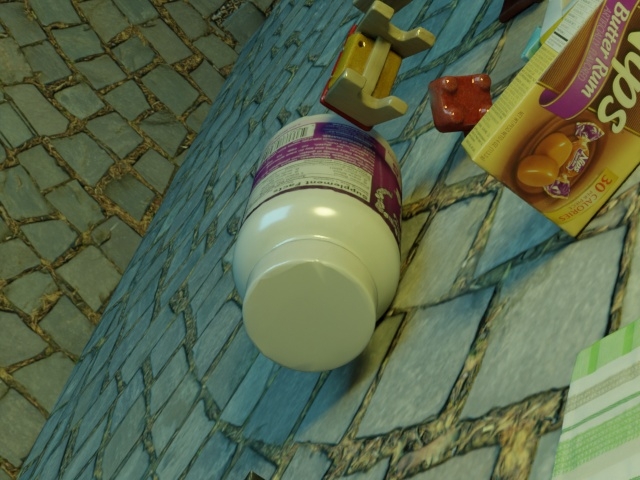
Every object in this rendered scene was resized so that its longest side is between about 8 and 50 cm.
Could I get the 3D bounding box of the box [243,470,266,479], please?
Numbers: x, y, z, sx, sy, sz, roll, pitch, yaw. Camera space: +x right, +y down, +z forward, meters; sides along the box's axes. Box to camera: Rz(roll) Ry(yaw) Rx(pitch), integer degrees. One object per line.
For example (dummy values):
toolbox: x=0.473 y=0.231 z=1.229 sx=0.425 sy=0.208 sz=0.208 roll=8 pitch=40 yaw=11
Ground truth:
box: x=-0.070 y=0.318 z=0.787 sx=0.270 sy=0.143 sz=0.165 roll=-52 pitch=14 yaw=14

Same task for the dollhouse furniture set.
dollhouse furniture set: x=0.141 y=-0.258 z=1.335 sx=0.152 sy=0.201 sz=0.374 roll=-23 pitch=41 yaw=63

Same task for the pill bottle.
pill bottle: x=0.000 y=0.000 z=1.236 sx=0.169 sy=0.169 sz=0.301 roll=-48 pitch=16 yaw=25

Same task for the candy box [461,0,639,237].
candy box: x=0.211 y=-0.109 z=0.926 sx=0.187 sy=0.109 sz=0.053 roll=-50 pitch=15 yaw=14

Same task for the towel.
towel: x=0.186 y=0.103 z=0.712 sx=0.113 sy=0.023 sz=0.152 roll=-38 pitch=20 yaw=43

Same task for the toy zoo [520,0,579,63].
toy zoo: x=0.301 y=-0.266 z=1.149 sx=0.293 sy=0.030 sz=0.192 roll=-46 pitch=17 yaw=32
